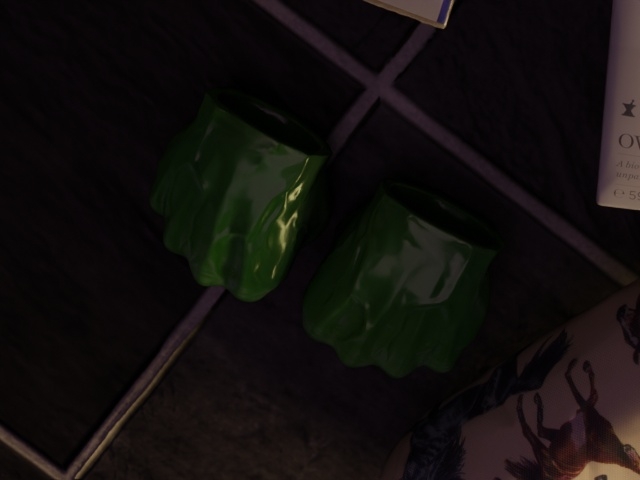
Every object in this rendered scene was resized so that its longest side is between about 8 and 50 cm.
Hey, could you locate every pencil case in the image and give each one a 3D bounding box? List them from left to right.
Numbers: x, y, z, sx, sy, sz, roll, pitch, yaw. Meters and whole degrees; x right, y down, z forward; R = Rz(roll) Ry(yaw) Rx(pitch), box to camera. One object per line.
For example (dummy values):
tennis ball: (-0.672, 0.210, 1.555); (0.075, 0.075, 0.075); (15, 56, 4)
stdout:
pencil case: (0.227, 0.139, 1.308); (0.183, 0.160, 0.410); (38, 122, -25)

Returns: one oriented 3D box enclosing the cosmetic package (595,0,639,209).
cosmetic package: (0.308, -0.135, 1.160); (0.224, 0.138, 0.224); (7, 116, 14)

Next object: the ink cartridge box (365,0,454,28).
ink cartridge box: (-0.019, -0.326, 1.117); (0.307, 0.072, 0.303); (19, 116, 3)

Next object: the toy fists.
toy fists: (0.000, 0.000, 1.350); (0.279, 0.096, 0.142); (29, 111, 3)
